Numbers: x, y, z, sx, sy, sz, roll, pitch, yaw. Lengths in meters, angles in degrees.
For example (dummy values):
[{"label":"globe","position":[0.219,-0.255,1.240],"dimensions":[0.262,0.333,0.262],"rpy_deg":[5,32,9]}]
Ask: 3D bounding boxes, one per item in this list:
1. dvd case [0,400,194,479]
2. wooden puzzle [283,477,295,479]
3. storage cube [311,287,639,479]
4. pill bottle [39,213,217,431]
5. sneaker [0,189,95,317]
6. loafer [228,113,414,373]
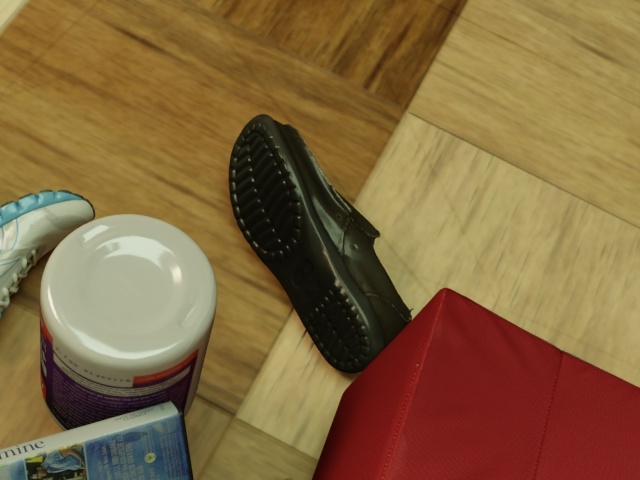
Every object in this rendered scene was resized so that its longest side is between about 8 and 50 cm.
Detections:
[{"label":"dvd case","position":[-0.193,0.212,0.771],"dimensions":[0.253,0.180,0.022],"rpy_deg":[-14,23,-20]},{"label":"wooden puzzle","position":[-0.014,0.211,0.890],"dimensions":[0.078,0.014,0.116],"rpy_deg":[29,58,5]},{"label":"storage cube","position":[0.094,0.181,0.816],"dimensions":[0.183,0.215,0.193],"rpy_deg":[26,56,-6]},{"label":"pill bottle","position":[-0.131,0.075,0.838],"dimensions":[0.108,0.193,0.108],"rpy_deg":[6,58,-9]},{"label":"sneaker","position":[-0.244,0.031,0.921],"dimensions":[0.190,0.071,0.083],"rpy_deg":[-29,76,-17]},{"label":"loafer","position":[0.000,0.000,0.991],"dimensions":[0.078,0.080,0.220],"rpy_deg":[-12,71,-45]}]
